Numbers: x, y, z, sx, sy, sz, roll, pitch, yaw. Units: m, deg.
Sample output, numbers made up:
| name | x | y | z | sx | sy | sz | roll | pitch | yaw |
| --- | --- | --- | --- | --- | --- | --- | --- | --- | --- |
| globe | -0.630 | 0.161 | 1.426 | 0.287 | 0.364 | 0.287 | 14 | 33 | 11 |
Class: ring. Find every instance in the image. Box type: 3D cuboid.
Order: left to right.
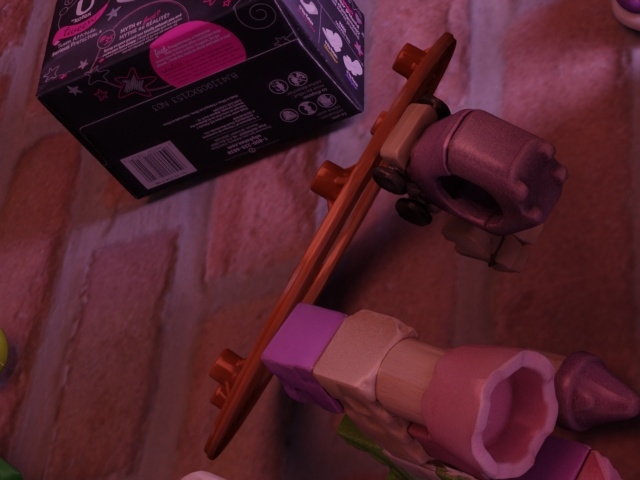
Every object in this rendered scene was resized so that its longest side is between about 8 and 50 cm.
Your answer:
| name | x | y | z | sx | sy | sz | roll | pitch | yaw |
| --- | --- | --- | --- | --- | --- | --- | --- | --- | --- |
| ring | 0.000 | 0.000 | 0.952 | 0.032 | 0.336 | 0.336 | 30 | 75 | 4 |

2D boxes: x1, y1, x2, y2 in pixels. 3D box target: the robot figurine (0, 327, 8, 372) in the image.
| name | x | y | z | sx | sy | sz | roll | pitch | yaw |
| --- | --- | --- | --- | --- | --- | --- | --- | --- | --- |
| robot figurine | -0.339 | 0.106 | 1.264 | 0.115 | 0.067 | 0.101 | -16 | 77 | 26 |

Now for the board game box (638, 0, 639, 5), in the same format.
| name | x | y | z | sx | sy | sz | roll | pitch | yaw |
| --- | --- | --- | --- | --- | --- | --- | --- | --- | --- |
| board game box | 0.368 | -0.160 | 0.701 | 0.356 | 0.356 | 0.356 | -19 | 60 | 23 |

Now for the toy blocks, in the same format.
| name | x | y | z | sx | sy | sz | roll | pitch | yaw |
| --- | --- | --- | --- | --- | --- | --- | --- | --- | --- |
| toy blocks | 0.134 | 0.128 | 0.753 | 0.260 | 0.288 | 0.309 | 12 | 62 | 44 |

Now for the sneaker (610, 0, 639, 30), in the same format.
| name | x | y | z | sx | sy | sz | roll | pitch | yaw |
| --- | --- | --- | --- | --- | --- | --- | --- | --- | --- |
| sneaker | 0.305 | -0.275 | 1.060 | 0.236 | 0.104 | 0.095 | -48 | 42 | -6 |

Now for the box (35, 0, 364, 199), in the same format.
| name | x | y | z | sx | sy | sz | roll | pitch | yaw |
| --- | --- | --- | --- | --- | --- | --- | --- | --- | --- |
| box | -0.102 | -0.169 | 1.233 | 0.247 | 0.163 | 0.142 | -19 | 45 | 24 |

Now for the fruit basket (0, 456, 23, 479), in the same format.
| name | x | y | z | sx | sy | sz | roll | pitch | yaw |
| --- | --- | --- | --- | --- | --- | --- | --- | --- | --- |
| fruit basket | -0.459 | 0.262 | 1.087 | 0.392 | 0.283 | 0.392 | -6 | 71 | 19 |
